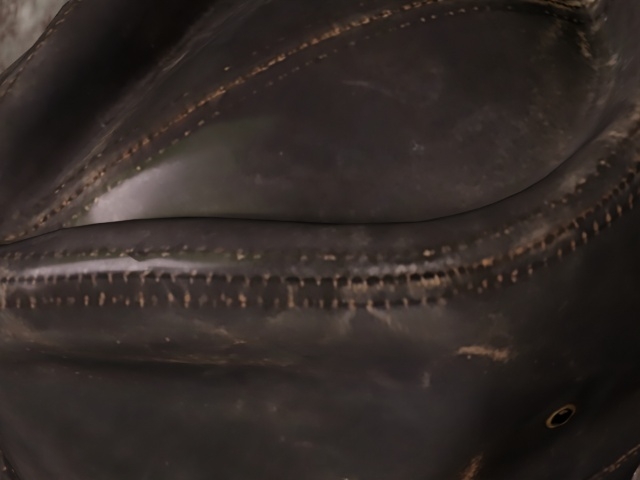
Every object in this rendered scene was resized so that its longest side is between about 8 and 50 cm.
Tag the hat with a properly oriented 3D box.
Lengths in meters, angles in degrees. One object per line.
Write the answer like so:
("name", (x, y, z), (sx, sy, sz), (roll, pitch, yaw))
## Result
("hat", (0.000, 0.000, 0.416), (0.331, 0.134, 0.331), (-7, 61, 12))
